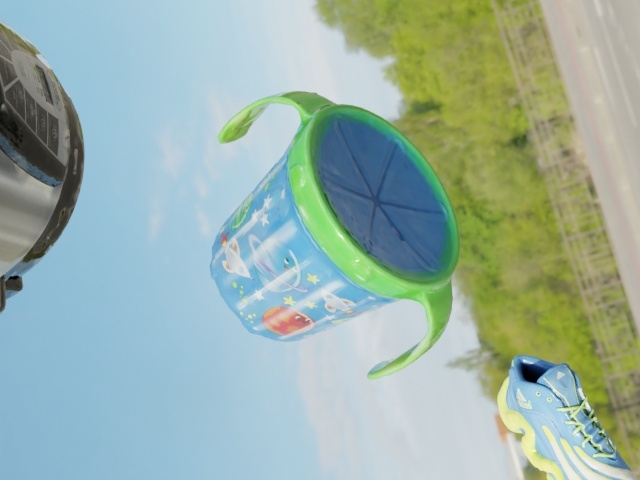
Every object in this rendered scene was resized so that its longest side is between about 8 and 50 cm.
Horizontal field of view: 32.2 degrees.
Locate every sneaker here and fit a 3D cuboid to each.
[{"bbox_3d":[0.289,0.224,1.303,0.240,0.091,0.126,42,152,44],"label":"sneaker"}]

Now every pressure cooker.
[{"bbox_3d":[-0.500,-0.117,1.347,0.370,0.375,0.420,-63,-20,-1],"label":"pressure cooker"}]

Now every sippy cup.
[{"bbox_3d":[0.000,0.000,1.259,0.240,0.224,0.305,20,-132,-38],"label":"sippy cup"}]
